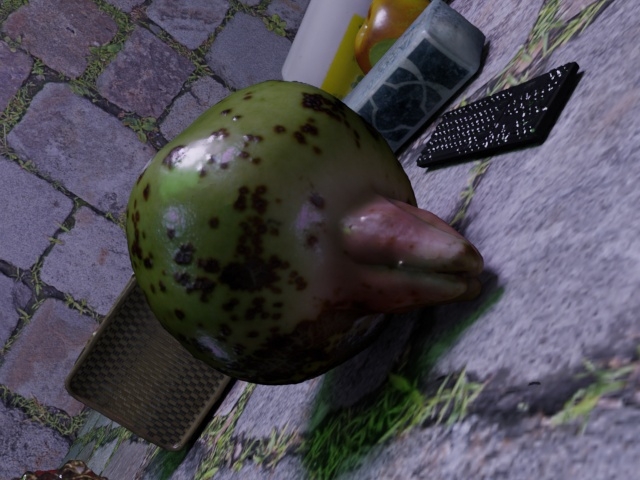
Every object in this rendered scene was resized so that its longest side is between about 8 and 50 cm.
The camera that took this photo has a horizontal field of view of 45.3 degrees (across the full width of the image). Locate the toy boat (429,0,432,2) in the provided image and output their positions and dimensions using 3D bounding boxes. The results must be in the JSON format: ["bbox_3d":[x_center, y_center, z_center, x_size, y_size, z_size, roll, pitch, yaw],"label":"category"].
[{"bbox_3d":[0.106,-0.258,1.021,0.141,0.055,0.060,-55,34,5],"label":"toy boat"}]

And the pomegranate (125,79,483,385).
[{"bbox_3d":[0.000,0.000,0.516,0.247,0.214,0.214,8,60,38],"label":"pomegranate"}]

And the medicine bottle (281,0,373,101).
[{"bbox_3d":[0.052,-0.320,1.098,0.143,0.143,0.258,-77,12,-59],"label":"medicine bottle"}]

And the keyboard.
[{"bbox_3d":[0.129,-0.092,0.599,0.061,0.013,0.204,-59,12,-7],"label":"keyboard"}]

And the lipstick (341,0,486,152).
[{"bbox_3d":[0.059,-0.132,0.828,0.289,0.077,0.076,-44,17,44],"label":"lipstick"}]

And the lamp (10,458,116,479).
[{"bbox_3d":[-0.294,0.349,0.800,0.274,0.177,0.177,-52,13,33],"label":"lamp"}]

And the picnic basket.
[{"bbox_3d":[-0.168,0.099,0.929,0.267,0.165,0.139,-55,11,4],"label":"picnic basket"}]

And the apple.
[{"bbox_3d":[0.093,-0.239,0.914,0.114,0.102,0.099,-46,18,46],"label":"apple"}]
